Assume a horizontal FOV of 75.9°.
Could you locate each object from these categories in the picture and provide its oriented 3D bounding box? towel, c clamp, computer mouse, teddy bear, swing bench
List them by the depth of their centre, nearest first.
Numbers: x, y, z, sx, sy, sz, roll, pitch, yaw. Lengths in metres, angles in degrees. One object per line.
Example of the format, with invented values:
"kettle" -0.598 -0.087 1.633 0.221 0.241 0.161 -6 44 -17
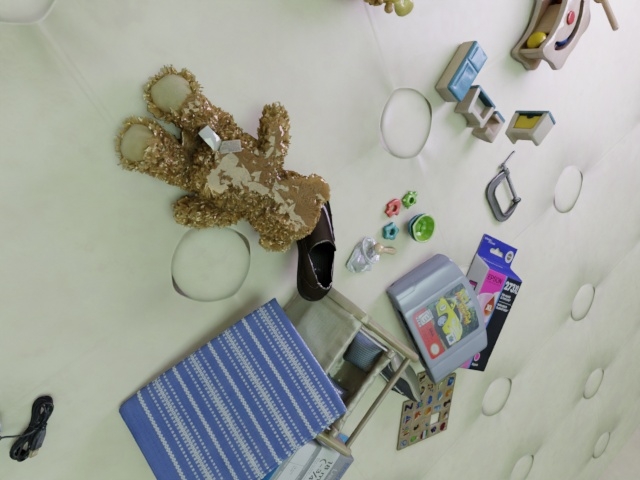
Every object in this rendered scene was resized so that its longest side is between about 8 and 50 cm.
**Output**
"computer mouse" -0.508 0.279 0.595 0.192 0.042 0.106 15 102 -40
"teddy bear" -0.149 -0.120 0.665 0.337 0.113 0.245 13 91 -26
"towel" -0.152 0.294 0.715 0.335 0.040 0.243 -34 80 -7
"swing bench" 0.015 0.249 0.832 0.254 0.165 0.253 41 82 -33
"c clamp" 0.499 -0.134 1.097 0.137 0.022 0.161 -40 121 -15

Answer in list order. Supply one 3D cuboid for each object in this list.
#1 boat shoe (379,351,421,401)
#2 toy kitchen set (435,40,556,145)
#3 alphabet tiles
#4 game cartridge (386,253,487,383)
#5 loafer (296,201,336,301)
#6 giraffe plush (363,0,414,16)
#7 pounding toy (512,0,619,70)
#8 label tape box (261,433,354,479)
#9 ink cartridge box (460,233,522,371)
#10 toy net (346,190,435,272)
"boat shoe" 0.202 0.354 1.055 0.064 0.075 0.206 -20 128 21
"toy kitchen set" 0.391 -0.316 0.885 0.207 0.166 0.122 32 87 -35
"alphabet tiles" 0.308 0.472 1.177 0.198 0.009 0.238 -5 107 -30
"game cartridge" 0.302 0.191 1.019 0.196 0.060 0.294 -33 109 -14
"loafer" 0.000 0.000 0.761 0.080 0.078 0.220 1 79 -30
"giraffe plush" 0.124 -0.480 0.682 0.181 0.210 0.171 20 121 -5
"pounding toy" 0.581 -0.526 0.944 0.154 0.154 0.270 38 84 -39
"label tape box" -0.053 0.521 0.878 0.241 0.105 0.333 -52 133 -7
"ink cartridge box" 0.457 0.180 1.148 0.175 0.069 0.371 19 92 -34
"toy net" 0.152 -0.010 0.907 0.232 0.045 0.122 -34 120 -18
